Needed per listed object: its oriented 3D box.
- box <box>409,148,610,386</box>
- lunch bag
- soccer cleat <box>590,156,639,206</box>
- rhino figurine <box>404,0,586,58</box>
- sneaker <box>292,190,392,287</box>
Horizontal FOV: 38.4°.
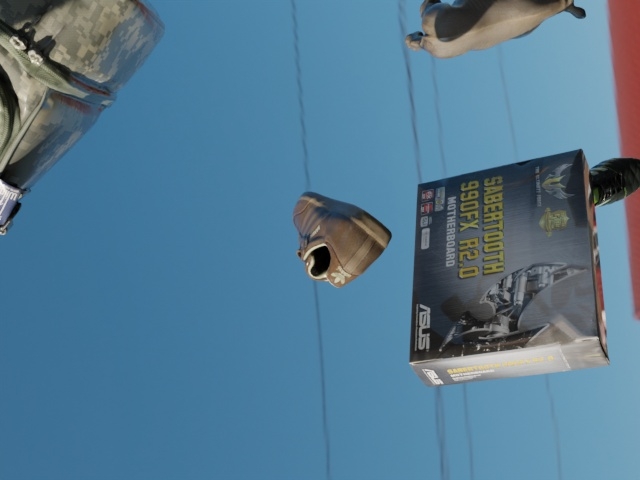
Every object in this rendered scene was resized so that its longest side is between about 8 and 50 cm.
[{"bbox_3d":[0.187,0.027,0.929,0.056,0.183,0.231,52,-144,-45],"label":"box"},{"bbox_3d":[-0.324,-0.188,0.805,0.305,0.256,0.212,40,-174,-2],"label":"lunch bag"},{"bbox_3d":[0.350,-0.063,1.183,0.072,0.179,0.060,-138,34,-72],"label":"soccer cleat"},{"bbox_3d":[0.227,-0.279,1.118,0.106,0.243,0.073,-110,4,-68],"label":"rhino figurine"},{"bbox_3d":[0.000,0.000,0.871,0.066,0.188,0.071,41,-99,-15],"label":"sneaker"}]
